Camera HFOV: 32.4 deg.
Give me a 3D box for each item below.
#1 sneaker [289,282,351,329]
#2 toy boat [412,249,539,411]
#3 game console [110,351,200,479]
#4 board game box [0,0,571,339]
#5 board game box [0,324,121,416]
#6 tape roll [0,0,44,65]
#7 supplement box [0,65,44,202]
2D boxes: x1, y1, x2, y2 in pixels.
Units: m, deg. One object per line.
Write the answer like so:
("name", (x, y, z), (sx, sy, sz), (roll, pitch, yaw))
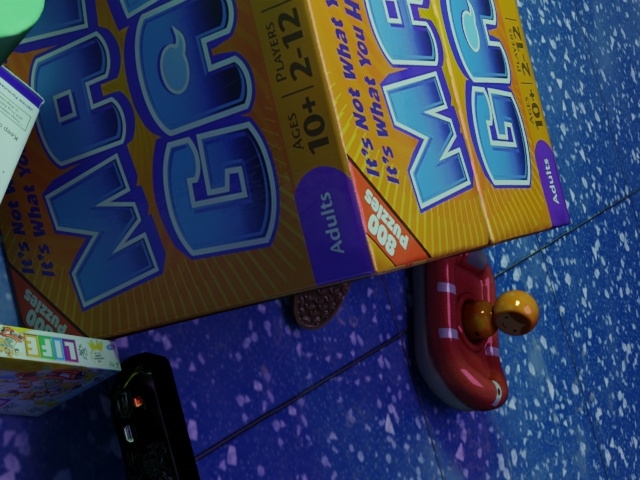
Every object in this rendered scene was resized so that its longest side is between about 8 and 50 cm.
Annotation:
("sneaker", (0.000, 0.000, 1.242), (0.064, 0.086, 0.192), (12, 95, -23))
("toy boat", (0.213, 0.105, 1.432), (0.151, 0.151, 0.231), (23, 59, -49))
("game console", (-0.104, 0.268, 0.897), (0.213, 0.044, 0.361), (117, -42, -83))
("board game box", (-0.047, -0.129, 0.966), (0.356, 0.356, 0.356), (-12, 87, -56))
("board game box", (-0.242, 0.099, 0.827), (0.154, 0.103, 0.026), (16, 52, -51))
("tape roll", (-0.324, -0.216, 0.673), (0.321, 0.077, 0.321), (39, 23, -20))
("supplement box", (-0.304, -0.035, 0.784), (0.114, 0.111, 0.220), (41, 46, -39))
